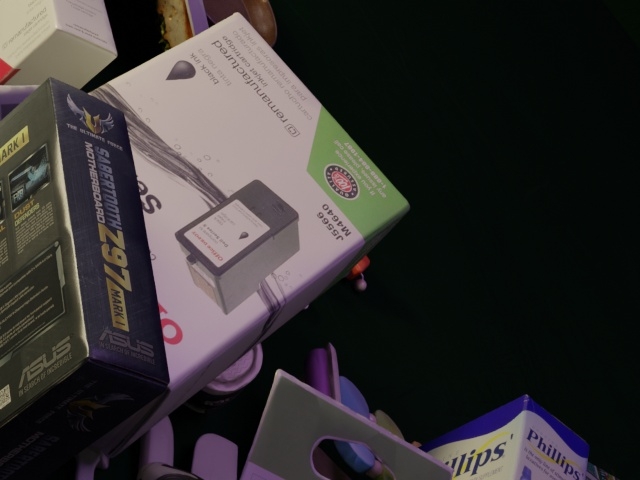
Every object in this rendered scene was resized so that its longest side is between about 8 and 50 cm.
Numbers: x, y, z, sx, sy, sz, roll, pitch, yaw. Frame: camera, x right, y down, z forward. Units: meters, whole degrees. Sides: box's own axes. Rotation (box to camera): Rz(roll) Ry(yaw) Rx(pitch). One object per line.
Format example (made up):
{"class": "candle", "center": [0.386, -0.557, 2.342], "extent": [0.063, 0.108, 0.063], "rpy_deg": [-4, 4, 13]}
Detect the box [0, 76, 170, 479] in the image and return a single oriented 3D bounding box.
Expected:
{"class": "box", "center": [-0.187, 0.051, 0.806], "extent": [0.059, 0.233, 0.183], "rpy_deg": [26, 38, -43]}

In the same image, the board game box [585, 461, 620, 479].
{"class": "board game box", "center": [0.273, 0.338, 1.434], "extent": [0.303, 0.097, 0.224], "rpy_deg": [31, 34, -40]}

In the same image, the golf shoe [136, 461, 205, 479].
{"class": "golf shoe", "center": [-0.063, 0.223, 0.967], "extent": [0.094, 0.077, 0.198], "rpy_deg": [33, -35, 61]}

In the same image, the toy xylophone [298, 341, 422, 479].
{"class": "toy xylophone", "center": [0.080, 0.241, 1.182], "extent": [0.323, 0.081, 0.236], "rpy_deg": [45, 15, -27]}

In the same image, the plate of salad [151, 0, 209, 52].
{"class": "plate of salad", "center": [-0.131, -0.211, 1.370], "extent": [0.200, 0.048, 0.199], "rpy_deg": [166, -90, -87]}

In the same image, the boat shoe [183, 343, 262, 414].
{"class": "boat shoe", "center": [-0.132, 0.026, 1.137], "extent": [0.084, 0.079, 0.233], "rpy_deg": [-27, 77, -25]}

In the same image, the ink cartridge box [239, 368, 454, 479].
{"class": "ink cartridge box", "center": [-0.020, 0.217, 0.901], "extent": [0.171, 0.056, 0.235], "rpy_deg": [33, 64, -36]}

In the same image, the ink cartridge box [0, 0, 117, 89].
{"class": "ink cartridge box", "center": [-0.226, -0.178, 1.154], "extent": [0.063, 0.109, 0.150], "rpy_deg": [20, 42, -46]}

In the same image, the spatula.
{"class": "spatula", "center": [-0.120, 0.199, 1.005], "extent": [0.168, 0.019, 0.242], "rpy_deg": [39, 33, -33]}

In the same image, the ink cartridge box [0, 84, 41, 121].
{"class": "ink cartridge box", "center": [-0.269, -0.071, 0.878], "extent": [0.145, 0.179, 0.045], "rpy_deg": [-14, 107, -63]}

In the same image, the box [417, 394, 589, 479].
{"class": "box", "center": [0.115, 0.199, 1.062], "extent": [0.072, 0.126, 0.137], "rpy_deg": [40, 42, -20]}

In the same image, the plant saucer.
{"class": "plant saucer", "center": [-0.111, -0.259, 1.548], "extent": [0.168, 0.029, 0.168], "rpy_deg": [42, 28, -28]}

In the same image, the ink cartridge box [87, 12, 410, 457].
{"class": "ink cartridge box", "center": [-0.100, -0.012, 1.044], "extent": [0.198, 0.115, 0.273], "rpy_deg": [49, 47, 4]}

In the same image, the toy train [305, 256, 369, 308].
{"class": "toy train", "center": [0.000, 0.000, 1.413], "extent": [0.125, 0.046, 0.166], "rpy_deg": [56, 25, 2]}
